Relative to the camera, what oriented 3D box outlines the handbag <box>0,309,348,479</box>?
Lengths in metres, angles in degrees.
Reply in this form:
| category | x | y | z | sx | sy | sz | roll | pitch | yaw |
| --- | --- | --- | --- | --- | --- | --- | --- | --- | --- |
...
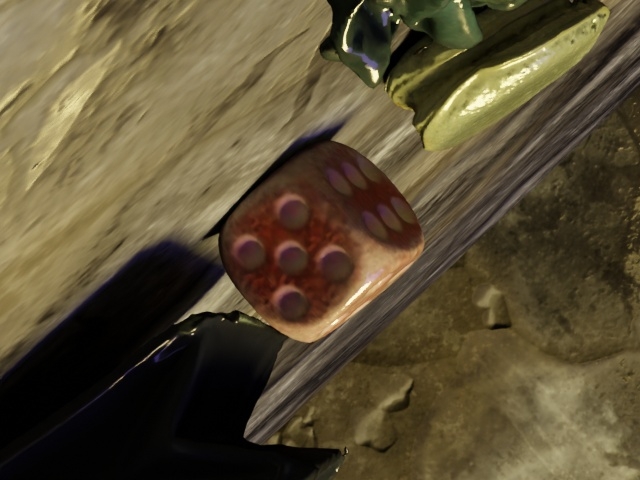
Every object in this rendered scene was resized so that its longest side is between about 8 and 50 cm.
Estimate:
| category | x | y | z | sx | sy | sz | roll | pitch | yaw |
| --- | --- | --- | --- | --- | --- | --- | --- | --- | --- |
| handbag | -0.146 | 0.179 | 1.116 | 0.329 | 0.122 | 0.303 | -32 | 173 | 2 |

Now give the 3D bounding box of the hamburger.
| category | x | y | z | sx | sy | sz | roll | pitch | yaw |
| --- | --- | --- | --- | --- | --- | --- | --- | --- | --- |
| hamburger | 0.105 | -0.111 | 1.080 | 0.140 | 0.062 | 0.133 | -38 | 172 | 23 |

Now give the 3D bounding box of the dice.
| category | x | y | z | sx | sy | sz | roll | pitch | yaw |
| --- | --- | --- | --- | --- | --- | --- | --- | --- | --- |
| dice | 0.000 | 0.000 | 1.096 | 0.091 | 0.094 | 0.093 | -42 | 175 | 25 |

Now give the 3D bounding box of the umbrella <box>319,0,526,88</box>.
| category | x | y | z | sx | sy | sz | roll | pitch | yaw |
| --- | --- | --- | --- | --- | --- | --- | --- | --- | --- |
| umbrella | 0.043 | -0.130 | 0.562 | 0.143 | 0.094 | 0.349 | -47 | 171 | -1 |
